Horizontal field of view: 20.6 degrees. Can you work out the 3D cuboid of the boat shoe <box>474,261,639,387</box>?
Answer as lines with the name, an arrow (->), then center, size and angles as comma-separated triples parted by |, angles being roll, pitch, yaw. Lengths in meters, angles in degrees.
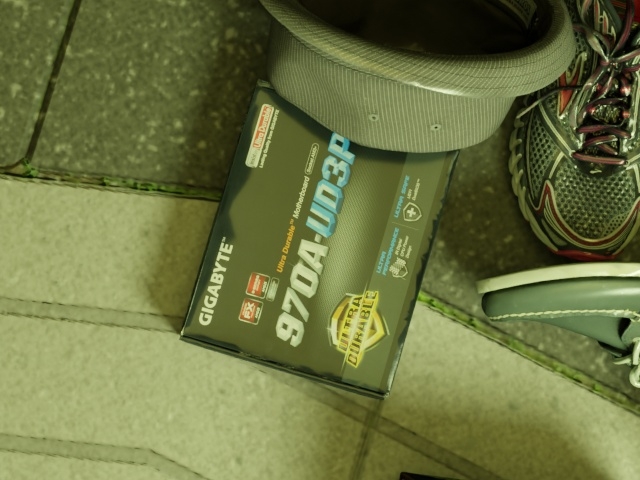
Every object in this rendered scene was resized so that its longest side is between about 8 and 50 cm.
boat shoe -> 0.281, 0.069, 1.408 | 0.320, 0.116, 0.099 | 2, 86, -10

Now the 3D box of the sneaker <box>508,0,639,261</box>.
sneaker -> 0.224, -0.132, 1.416 | 0.121, 0.112, 0.299 | 7, 87, -4

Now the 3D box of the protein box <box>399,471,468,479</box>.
protein box -> 0.154, 0.297, 1.374 | 0.200, 0.136, 0.201 | 8, 86, -4

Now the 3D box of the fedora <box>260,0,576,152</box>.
fedora -> 0.053, -0.155, 1.371 | 0.276, 0.243, 0.124 | 7, 129, -14

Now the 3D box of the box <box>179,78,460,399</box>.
box -> 0.000, 0.000, 1.421 | 0.175, 0.051, 0.220 | 17, 86, -3
